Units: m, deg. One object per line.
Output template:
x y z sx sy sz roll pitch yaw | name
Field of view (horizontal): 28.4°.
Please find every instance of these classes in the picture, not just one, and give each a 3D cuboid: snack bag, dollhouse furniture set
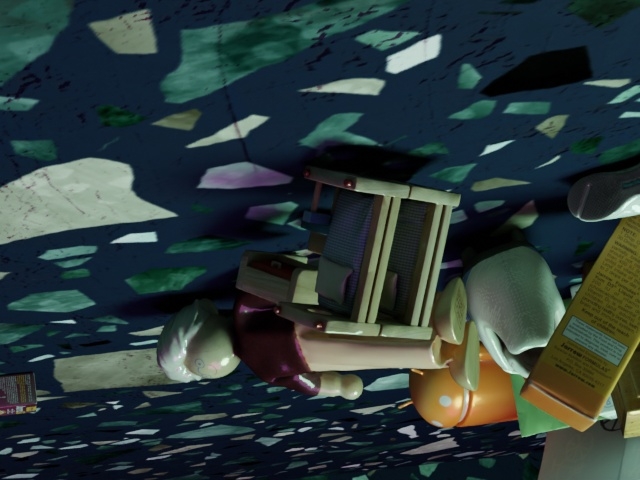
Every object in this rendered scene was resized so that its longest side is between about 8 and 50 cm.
0.411 0.211 1.655 0.037 0.323 0.342 37 139 -21 | snack bag
0.000 0.000 1.099 0.129 0.129 0.184 8 -174 -42 | dollhouse furniture set

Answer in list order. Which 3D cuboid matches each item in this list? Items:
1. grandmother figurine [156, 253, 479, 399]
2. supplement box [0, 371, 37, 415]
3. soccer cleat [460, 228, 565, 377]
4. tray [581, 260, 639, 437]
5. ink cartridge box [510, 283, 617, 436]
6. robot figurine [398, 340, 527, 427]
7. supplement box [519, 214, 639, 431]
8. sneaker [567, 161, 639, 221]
-0.016 0.100 1.326 0.342 0.207 0.104 -6 -151 20 | grandmother figurine
-0.403 0.197 1.601 0.083 0.043 0.055 -5 161 -15 | supplement box
0.217 0.099 1.417 0.116 0.143 0.331 -21 162 7 | soccer cleat
0.528 0.089 1.453 0.411 0.202 0.076 -9 145 1 | tray
0.340 0.141 1.593 0.235 0.171 0.056 -16 159 24 | ink cartridge box
0.220 0.200 1.795 0.219 0.128 0.158 -4 179 -18 | robot figurine
0.285 0.066 1.232 0.080 0.233 0.078 29 167 10 | supplement box
0.307 -0.052 1.164 0.152 0.053 0.061 -12 173 29 | sneaker
